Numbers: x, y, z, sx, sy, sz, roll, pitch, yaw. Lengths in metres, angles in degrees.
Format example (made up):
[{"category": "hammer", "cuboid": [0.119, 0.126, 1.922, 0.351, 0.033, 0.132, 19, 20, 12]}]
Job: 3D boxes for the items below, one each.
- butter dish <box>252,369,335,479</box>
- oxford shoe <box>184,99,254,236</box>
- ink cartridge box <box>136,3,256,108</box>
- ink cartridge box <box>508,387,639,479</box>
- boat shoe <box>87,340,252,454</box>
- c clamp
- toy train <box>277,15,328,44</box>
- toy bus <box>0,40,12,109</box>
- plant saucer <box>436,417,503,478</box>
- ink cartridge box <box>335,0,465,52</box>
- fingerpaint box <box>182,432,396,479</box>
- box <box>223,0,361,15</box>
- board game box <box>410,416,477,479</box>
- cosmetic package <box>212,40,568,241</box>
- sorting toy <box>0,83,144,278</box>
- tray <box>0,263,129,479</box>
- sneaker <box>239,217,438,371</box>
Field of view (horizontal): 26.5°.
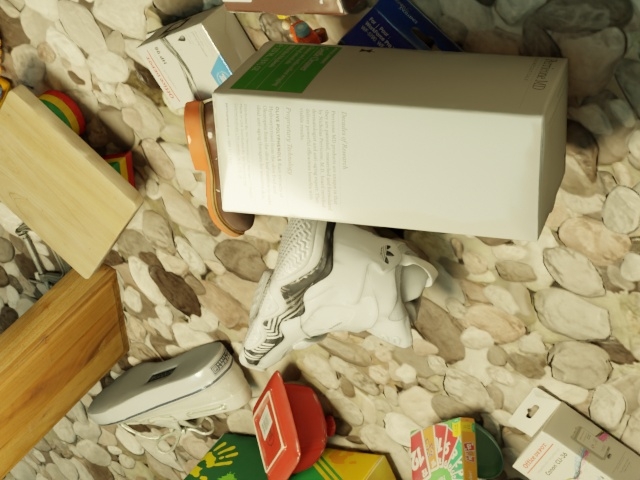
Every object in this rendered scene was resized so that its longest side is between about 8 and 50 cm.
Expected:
[{"category": "butter dish", "cuboid": [-0.032, 0.304, 2.189, 0.160, 0.118, 0.160, 118, 142, -52]}, {"category": "oxford shoe", "cuboid": [-0.115, -0.094, 1.890, 0.098, 0.097, 0.271, -8, 147, 5]}, {"category": "ink cartridge box", "cuboid": [-0.174, -0.242, 1.832, 0.180, 0.060, 0.104, -11, 119, 45]}, {"category": "ink cartridge box", "cuboid": [0.348, 0.304, 1.892, 0.198, 0.067, 0.115, 35, 142, 9]}, {"category": "boat shoe", "cuboid": [-0.249, 0.288, 2.355, 0.367, 0.136, 0.156, -23, 113, 39]}, {"category": "c clamp", "cuboid": [-0.493, 0.029, 2.392, 0.137, 0.022, 0.161, 14, 134, 32]}, {"category": "toy train", "cuboid": [-0.033, -0.299, 1.641, 0.125, 0.046, 0.166, 50, 167, 48]}, {"category": "toy bus", "cuboid": [-0.560, -0.235, 2.119, 0.220, 0.149, 0.211, -3, 137, 39]}, {"category": "plant saucer", "cuboid": [0.226, 0.307, 2.037, 0.119, 0.021, 0.119, 24, 139, 22]}, {"category": "ink cartridge box", "cuboid": [0.056, -0.160, 1.712, 0.165, 0.065, 0.333, 43, 141, 1]}, {"category": "fingerpaint box", "cuboid": [0.011, 0.559, 2.345, 0.371, 0.163, 0.445, 0, 126, 42]}, {"category": "box", "cuboid": [-0.007, -0.363, 1.462, 0.168, 0.203, 0.167, 8, 130, 35]}, {"category": "board game box", "cuboid": [0.182, 0.395, 1.968, 0.124, 0.039, 0.259, -27, 61, 53]}, {"category": "cosmetic package", "cuboid": [0.085, -0.118, 1.530, 0.365, 0.197, 0.155, 4, 116, 15]}, {"category": "sorting toy", "cuboid": [-0.396, -0.104, 2.130, 0.257, 0.089, 0.255, 43, 142, 0]}, {"category": "tray", "cuboid": [-0.479, 0.231, 2.256, 0.076, 0.411, 0.203, 22, 137, 23]}, {"category": "sneaker", "cuboid": [0.019, 0.098, 1.876, 0.210, 0.137, 0.366, 18, 144, -7]}]
